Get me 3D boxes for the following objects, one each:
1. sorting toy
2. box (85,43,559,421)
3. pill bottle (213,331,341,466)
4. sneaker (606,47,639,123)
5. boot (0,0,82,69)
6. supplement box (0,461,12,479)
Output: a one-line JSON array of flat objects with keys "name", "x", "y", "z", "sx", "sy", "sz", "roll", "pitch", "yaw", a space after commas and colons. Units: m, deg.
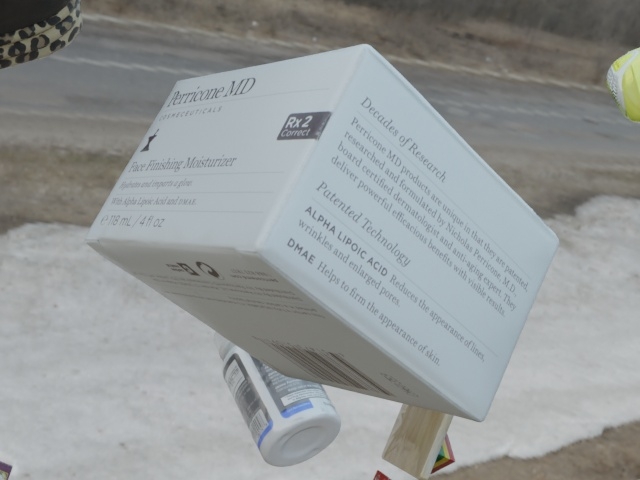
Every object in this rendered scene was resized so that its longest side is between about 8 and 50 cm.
[{"name": "sorting toy", "x": 0.141, "y": 0.247, "z": 1.216, "sx": 0.046, "sy": 0.274, "sz": 0.132, "roll": 26, "pitch": -9, "yaw": -15}, {"name": "box", "x": 0.000, "y": 0.000, "z": 0.533, "sx": 0.182, "sy": 0.119, "sz": 0.181, "roll": 39, "pitch": -22, "yaw": -33}, {"name": "pill bottle", "x": -0.044, "y": 0.131, "z": 0.867, "sx": 0.078, "sy": 0.078, "sz": 0.137, "roll": 1, "pitch": 43, "yaw": -37}, {"name": "sneaker", "x": 0.395, "y": -0.106, "z": 0.941, "sx": 0.240, "sy": 0.126, "sz": 0.091, "roll": 46, "pitch": 30, "yaw": -23}, {"name": "boot", "x": -0.368, "y": -0.260, "z": 0.780, "sx": 0.378, "sy": 0.284, "sz": 0.138, "roll": -10, "pitch": 68, "yaw": -17}, {"name": "supplement box", "x": -0.364, "y": 0.265, "z": 0.976, "sx": 0.043, "sy": 0.083, "sz": 0.055, "roll": -18, "pitch": -42, "yaw": 41}]
